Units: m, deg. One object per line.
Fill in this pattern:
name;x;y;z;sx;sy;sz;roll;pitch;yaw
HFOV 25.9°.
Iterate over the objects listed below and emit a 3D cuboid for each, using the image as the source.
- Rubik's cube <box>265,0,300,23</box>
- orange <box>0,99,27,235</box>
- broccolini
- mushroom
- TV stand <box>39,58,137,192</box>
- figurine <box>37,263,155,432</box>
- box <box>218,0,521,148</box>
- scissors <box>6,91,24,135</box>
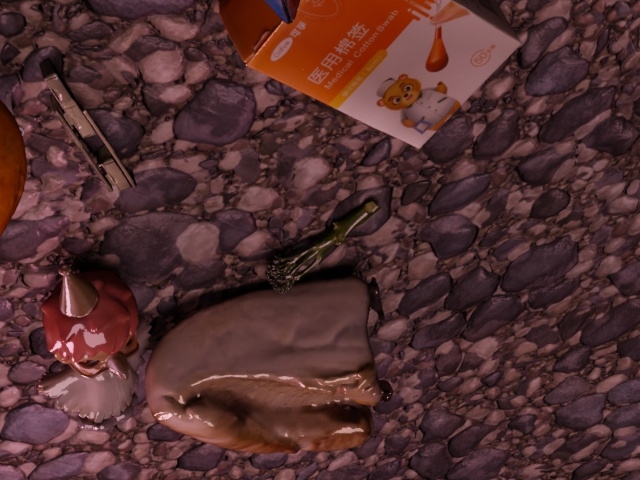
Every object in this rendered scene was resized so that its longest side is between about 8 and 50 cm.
Rubik's cube;-0.102;-0.365;1.683;0.211;0.178;0.191;-34;134;-51
orange;-0.500;-0.091;1.743;0.261;0.261;0.261;-13;139;-11
broccolini;-0.001;-0.001;2.223;0.216;0.058;0.067;-41;178;11
mushroom;-0.099;0.234;2.324;0.397;0.224;0.314;-8;153;-12
TV stand;-0.322;-0.152;1.910;0.042;0.036;0.249;-23;140;4
figurine;-0.342;0.153;2.138;0.207;0.166;0.387;-27;148;-24
box;0.065;-0.293;1.853;0.341;0.143;0.225;23;122;-38
scissors;-0.418;-0.167;1.874;0.036;0.006;0.083;-10;138;-18
